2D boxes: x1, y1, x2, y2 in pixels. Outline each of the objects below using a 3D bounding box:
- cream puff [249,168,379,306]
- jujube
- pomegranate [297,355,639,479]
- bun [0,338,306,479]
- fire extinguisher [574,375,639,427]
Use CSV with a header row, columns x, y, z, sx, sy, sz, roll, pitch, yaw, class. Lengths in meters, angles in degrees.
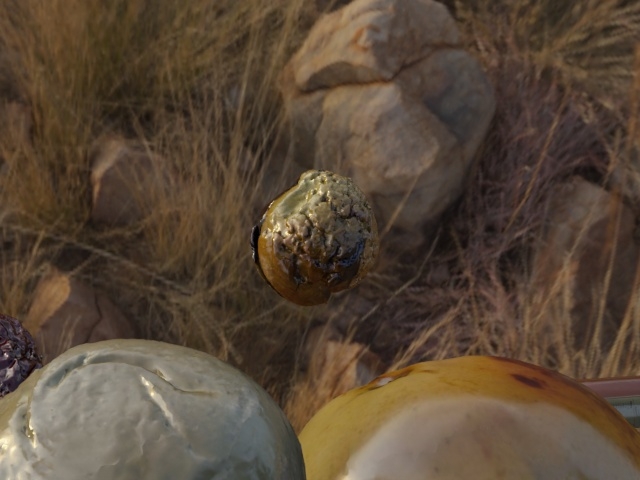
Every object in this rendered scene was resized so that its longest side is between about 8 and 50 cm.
x,y,z,sx,sy,sz,roll,pitch,yaw,class
0.000,0.000,0.877,0.119,0.133,0.104,26,6,-23,cream puff
-0.371,0.146,1.059,0.104,0.104,0.166,-17,29,-25,jujube
0.104,0.240,0.612,0.319,0.319,0.319,8,55,-11,pomegranate
-0.091,0.134,0.418,0.173,0.113,0.166,-14,98,2,bun
0.278,0.144,0.814,0.177,0.062,0.050,-4,75,5,fire extinguisher
